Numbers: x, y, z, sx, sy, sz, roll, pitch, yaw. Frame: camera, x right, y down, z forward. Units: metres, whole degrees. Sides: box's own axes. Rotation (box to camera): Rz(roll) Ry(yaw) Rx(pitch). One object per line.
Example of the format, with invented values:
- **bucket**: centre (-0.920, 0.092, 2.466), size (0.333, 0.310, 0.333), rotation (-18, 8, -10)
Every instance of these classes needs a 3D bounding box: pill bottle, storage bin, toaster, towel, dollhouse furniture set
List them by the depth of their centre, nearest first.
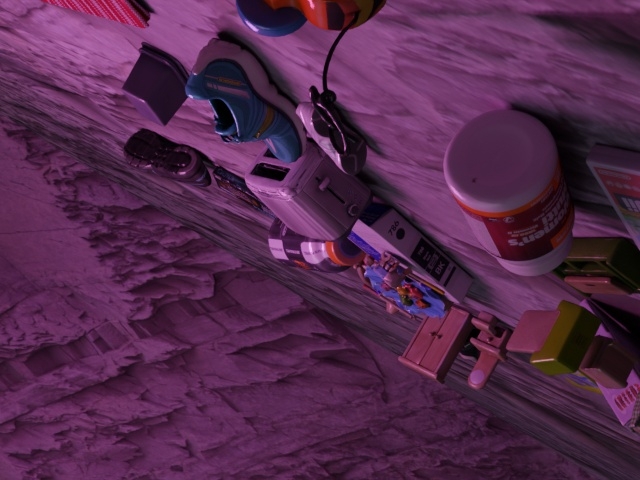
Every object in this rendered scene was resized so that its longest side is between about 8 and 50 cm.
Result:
- **pill bottle**: centre (0.225, -0.045, 0.996), size (0.121, 0.121, 0.221), rotation (25, 168, 32)
- **dollhouse furniture set**: centre (0.418, 0.156, 1.169), size (0.302, 0.197, 0.151), rotation (35, 167, -15)
- **towel**: centre (-0.395, -0.413, 1.303), size (0.275, 0.031, 0.199), rotation (22, 164, 33)
- **toaster**: centre (-0.029, -0.092, 1.497), size (0.146, 0.129, 0.227), rotation (43, 167, -32)
- **storage bin**: centre (-0.291, -0.268, 1.514), size (0.098, 0.091, 0.135), rotation (29, 168, 16)
- **pill bottle**: centre (0.000, 0.000, 1.812), size (0.130, 0.130, 0.246), rotation (37, 165, -26)
- **dollhouse furniture set**: centre (0.209, 0.167, 1.894), size (0.303, 0.173, 0.355), rotation (22, 166, 41)

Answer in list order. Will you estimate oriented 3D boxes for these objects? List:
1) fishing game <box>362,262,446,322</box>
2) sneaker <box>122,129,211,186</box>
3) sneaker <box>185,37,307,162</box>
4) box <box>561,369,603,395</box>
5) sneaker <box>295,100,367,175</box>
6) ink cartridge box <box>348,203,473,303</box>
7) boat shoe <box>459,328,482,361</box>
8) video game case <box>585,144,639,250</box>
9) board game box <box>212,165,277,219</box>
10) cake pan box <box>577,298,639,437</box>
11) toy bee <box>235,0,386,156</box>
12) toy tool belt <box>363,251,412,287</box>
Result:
- **fishing game**: centre (0.166, 0.112, 1.743), size (0.189, 0.041, 0.264), rotation (32, 163, -1)
- **sneaker**: centre (-0.373, -0.187, 2.103), size (0.267, 0.101, 0.106), rotation (24, 170, 35)
- **sneaker**: centre (-0.115, -0.192, 1.314), size (0.107, 0.110, 0.275), rotation (24, 168, 36)
- **box**: centre (0.523, 0.259, 1.789), size (0.178, 0.042, 0.109), rotation (36, 168, -28)
- **sneaker**: centre (0.018, -0.156, 1.286), size (0.061, 0.053, 0.152), rotation (34, 169, 46)
- **ink cartridge box**: centre (0.132, 0.003, 1.648), size (0.333, 0.065, 0.165), rotation (37, 168, -35)
- **boat shoe**: centre (0.383, 0.247, 2.102), size (0.233, 0.084, 0.079), rotation (169, 80, -85)
- **video game case**: centre (0.421, 0.002, 0.925), size (0.204, 0.025, 0.285), rotation (21, 166, 44)
- **board game box**: centre (-0.169, -0.109, 2.084), size (0.186, 0.026, 0.126), rotation (30, 170, 6)
- **cake pan box**: centre (0.510, 0.233, 1.344), size (0.246, 0.070, 0.266), rotation (36, -161, -26)
- **toy bee**: centre (-0.001, -0.238, 0.752), size (0.298, 0.162, 0.195), rotation (58, 174, -8)
- **toy tool belt**: centre (0.125, 0.046, 1.601), size (0.083, 0.051, 0.052), rotation (43, -174, 3)
